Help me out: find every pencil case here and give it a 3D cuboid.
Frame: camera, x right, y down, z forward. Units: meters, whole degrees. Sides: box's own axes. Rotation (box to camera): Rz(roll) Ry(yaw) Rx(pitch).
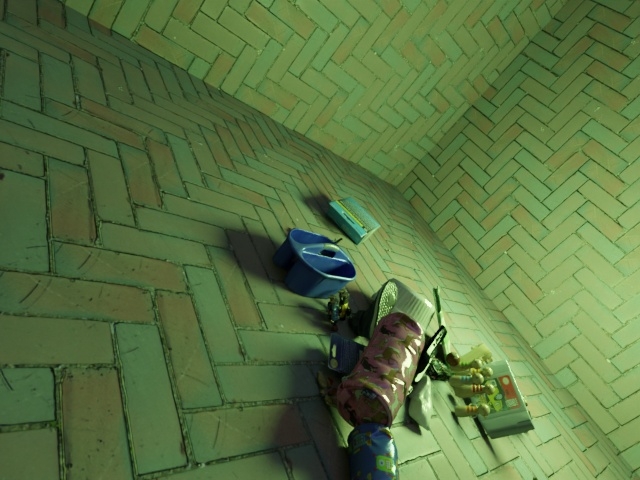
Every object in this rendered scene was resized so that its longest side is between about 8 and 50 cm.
[{"bbox_3d":[0.189,0.372,1.231,0.386,0.159,0.167,-41,124,-53],"label":"pencil case"},{"bbox_3d":[0.136,0.583,0.963,0.133,0.120,0.306,13,29,-10],"label":"pencil case"}]

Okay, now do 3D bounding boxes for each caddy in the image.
[{"bbox_3d":[-0.009,0.078,1.572,0.341,0.179,0.241,14,34,-48],"label":"caddy"}]

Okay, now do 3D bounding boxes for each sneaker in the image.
[{"bbox_3d":[0.357,0.563,1.446,0.094,0.080,0.212,52,28,-6],"label":"sneaker"},{"bbox_3d":[0.187,0.250,1.538,0.086,0.227,0.163,27,-14,-29],"label":"sneaker"}]

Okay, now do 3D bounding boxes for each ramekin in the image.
[{"bbox_3d":[0.358,0.270,1.763,0.272,0.127,0.273,36,-2,2],"label":"ramekin"}]

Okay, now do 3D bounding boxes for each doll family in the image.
[{"bbox_3d":[0.063,0.251,1.496,0.075,0.112,0.193,12,13,31],"label":"doll family"}]

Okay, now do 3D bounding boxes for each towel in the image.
[{"bbox_3d":[0.544,0.397,1.849,0.248,0.038,0.325,-63,141,-66],"label":"towel"}]

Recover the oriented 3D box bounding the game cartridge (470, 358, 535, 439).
[{"bbox_3d":[0.711,0.639,1.697,0.060,0.195,0.294,52,22,-36],"label":"game cartridge"}]

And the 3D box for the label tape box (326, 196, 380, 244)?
[{"bbox_3d":[0.165,-0.104,2.279,0.249,0.115,0.347,45,25,9],"label":"label tape box"}]

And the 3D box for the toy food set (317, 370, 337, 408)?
[{"bbox_3d":[0.024,0.433,1.192,0.077,0.019,0.122,33,16,-21],"label":"toy food set"}]

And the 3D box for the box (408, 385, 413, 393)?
[{"bbox_3d":[0.207,0.460,1.404,0.191,0.045,0.184,51,23,22],"label":"box"}]

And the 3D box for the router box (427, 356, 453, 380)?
[{"bbox_3d":[0.483,0.531,1.734,0.122,0.038,0.092,22,30,-41],"label":"router box"}]

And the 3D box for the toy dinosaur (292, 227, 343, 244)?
[{"bbox_3d":[0.000,0.000,1.791,0.267,0.064,0.118,9,-12,32],"label":"toy dinosaur"}]

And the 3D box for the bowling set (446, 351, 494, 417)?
[{"bbox_3d":[0.588,0.533,1.637,0.287,0.154,0.200,-58,131,-61],"label":"bowling set"}]

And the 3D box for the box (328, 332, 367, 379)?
[{"bbox_3d":[0.121,0.388,1.318,0.225,0.037,0.137,25,37,-13],"label":"box"}]

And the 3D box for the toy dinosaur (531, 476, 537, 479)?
[{"bbox_3d":[0.778,0.917,1.413,0.160,0.121,0.313,28,18,2],"label":"toy dinosaur"}]

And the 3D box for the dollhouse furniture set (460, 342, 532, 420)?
[{"bbox_3d":[0.783,0.700,1.911,0.356,0.173,0.303,58,3,-40],"label":"dollhouse furniture set"}]

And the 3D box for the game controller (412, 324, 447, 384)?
[{"bbox_3d":[0.395,0.427,1.576,0.067,0.167,0.319,28,23,22],"label":"game controller"}]
